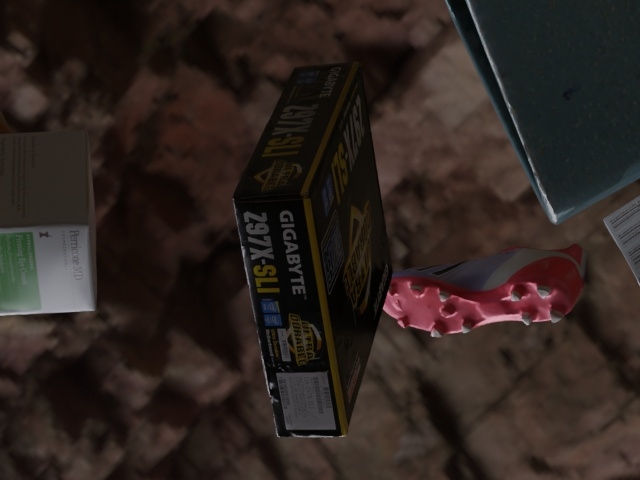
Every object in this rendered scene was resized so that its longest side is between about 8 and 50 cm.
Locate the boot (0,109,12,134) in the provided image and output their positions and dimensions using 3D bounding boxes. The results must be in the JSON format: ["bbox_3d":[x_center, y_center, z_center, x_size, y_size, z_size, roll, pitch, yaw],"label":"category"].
[{"bbox_3d":[-0.383,-0.111,1.725,0.197,0.073,0.152,16,-153,-28],"label":"boot"}]

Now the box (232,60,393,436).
[{"bbox_3d":[0.000,0.000,1.747,0.322,0.079,0.257,-69,-29,-61],"label":"box"}]

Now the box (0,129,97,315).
[{"bbox_3d":[-0.212,-0.013,1.319,0.087,0.101,0.102,-3,-133,-6],"label":"box"}]

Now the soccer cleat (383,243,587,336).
[{"bbox_3d":[0.178,0.049,1.965,0.095,0.248,0.083,-54,-51,-43],"label":"soccer cleat"}]

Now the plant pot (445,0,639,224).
[{"bbox_3d":[0.165,-0.206,0.878,0.247,0.252,0.248,-106,-8,-58],"label":"plant pot"}]

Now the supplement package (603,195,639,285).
[{"bbox_3d":[0.476,0.040,2.184,0.194,0.149,0.203,53,-170,-19],"label":"supplement package"}]
